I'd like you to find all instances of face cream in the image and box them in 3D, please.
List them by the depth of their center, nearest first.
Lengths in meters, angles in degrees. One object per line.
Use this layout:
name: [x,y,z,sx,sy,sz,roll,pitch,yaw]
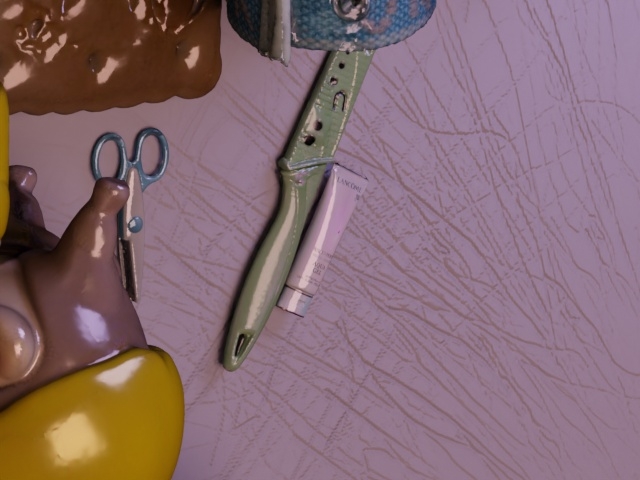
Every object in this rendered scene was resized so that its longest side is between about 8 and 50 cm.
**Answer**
face cream: [0.000,0.000,1.296,0.038,0.020,0.115,25,88,-40]

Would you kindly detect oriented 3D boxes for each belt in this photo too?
belt: [0.007,-0.177,1.142,0.147,0.163,0.082,-10,117,-19]

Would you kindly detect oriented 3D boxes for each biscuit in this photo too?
biscuit: [-0.140,-0.235,1.084,0.217,0.044,0.325,-8,111,-37]

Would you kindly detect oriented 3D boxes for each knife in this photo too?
knife: [-0.015,-0.043,1.269,0.043,0.020,0.293,21,93,-39]

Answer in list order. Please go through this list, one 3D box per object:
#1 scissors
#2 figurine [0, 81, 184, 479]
scissors: [-0.126,-0.016,1.196,0.058,0.014,0.119,-11,110,-33]
figurine: [-0.193,0.024,1.005,0.187,0.215,0.344,-22,112,-19]
